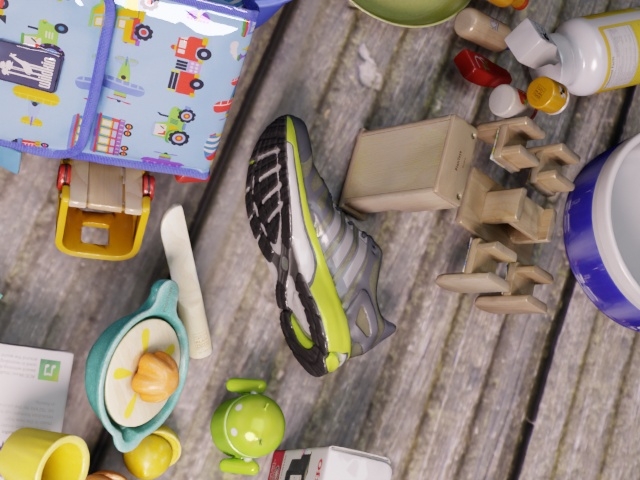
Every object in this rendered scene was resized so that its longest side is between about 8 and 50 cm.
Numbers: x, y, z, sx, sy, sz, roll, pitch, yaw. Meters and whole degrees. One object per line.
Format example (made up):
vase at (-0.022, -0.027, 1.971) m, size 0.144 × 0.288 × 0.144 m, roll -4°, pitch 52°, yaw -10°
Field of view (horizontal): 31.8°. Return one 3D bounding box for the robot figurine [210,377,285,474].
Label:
robot figurine at (-0.078, 0.199, 1.206) m, size 0.067 × 0.115 × 0.101 m, roll 12°, pitch 75°, yaw -19°

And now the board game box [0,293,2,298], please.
board game box at (-0.455, 0.056, 1.129) m, size 0.210 × 0.047 × 0.160 m, roll 39°, pitch 67°, yaw -10°

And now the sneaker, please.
sneaker at (0.000, 0.000, 1.300) m, size 0.121 × 0.111 × 0.300 m, roll -12°, pitch 88°, yaw -33°

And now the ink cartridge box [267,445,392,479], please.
ink cartridge box at (-0.002, 0.286, 1.184) m, size 0.072 × 0.175 × 0.128 m, roll 17°, pitch 72°, yaw -17°

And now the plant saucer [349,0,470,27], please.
plant saucer at (0.096, -0.381, 1.448) m, size 0.240 × 0.037 × 0.241 m, roll 5°, pitch 76°, yaw -21°

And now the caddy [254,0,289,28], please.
caddy at (-0.152, -0.355, 1.268) m, size 0.341 × 0.179 × 0.241 m, roll -13°, pitch 82°, yaw -23°

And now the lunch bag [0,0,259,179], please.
lunch bag at (-0.233, -0.191, 1.088) m, size 0.293 × 0.221 × 0.138 m, roll 3°, pitch 48°, yaw -19°

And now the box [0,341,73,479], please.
box at (-0.378, 0.249, 1.077) m, size 0.232 × 0.058 × 0.322 m, roll 13°, pitch 78°, yaw -28°

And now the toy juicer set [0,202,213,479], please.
toy juicer set at (-0.169, 0.153, 1.145) m, size 0.329 × 0.089 × 0.209 m, roll -60°, pitch 145°, yaw -28°

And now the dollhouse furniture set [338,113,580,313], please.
dollhouse furniture set at (0.169, -0.046, 1.372) m, size 0.242 × 0.161 × 0.212 m, roll 30°, pitch 68°, yaw -37°

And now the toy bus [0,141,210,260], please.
toy bus at (-0.236, -0.074, 1.211) m, size 0.191 × 0.104 × 0.202 m, roll 40°, pitch 46°, yaw 16°

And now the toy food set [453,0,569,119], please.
toy food set at (0.247, -0.230, 1.416) m, size 0.104 × 0.111 × 0.232 m, roll 12°, pitch 43°, yaw -45°

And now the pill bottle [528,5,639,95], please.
pill bottle at (0.370, -0.248, 1.488) m, size 0.184 × 0.103 × 0.103 m, roll -14°, pitch 83°, yaw -23°

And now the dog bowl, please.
dog bowl at (0.454, -0.012, 1.467) m, size 0.264 × 0.104 × 0.265 m, roll 5°, pitch 76°, yaw -20°
